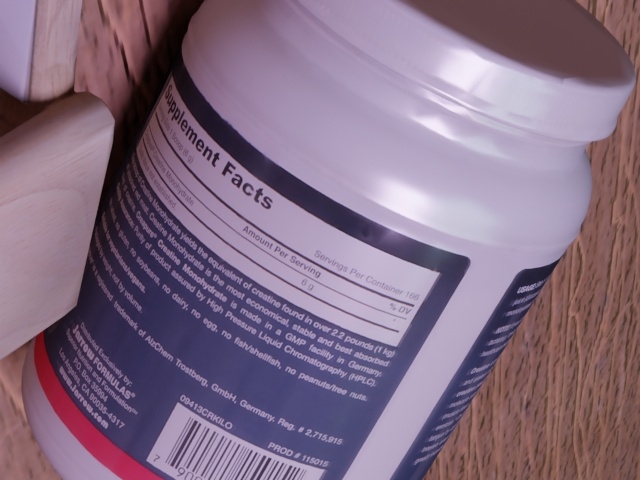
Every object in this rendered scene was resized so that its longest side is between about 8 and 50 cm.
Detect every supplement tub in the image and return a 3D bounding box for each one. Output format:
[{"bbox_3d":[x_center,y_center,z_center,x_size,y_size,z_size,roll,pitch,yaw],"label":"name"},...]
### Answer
[{"bbox_3d":[0.000,0.000,0.882,0.191,0.191,0.272,-3,129,-52],"label":"supplement tub"}]

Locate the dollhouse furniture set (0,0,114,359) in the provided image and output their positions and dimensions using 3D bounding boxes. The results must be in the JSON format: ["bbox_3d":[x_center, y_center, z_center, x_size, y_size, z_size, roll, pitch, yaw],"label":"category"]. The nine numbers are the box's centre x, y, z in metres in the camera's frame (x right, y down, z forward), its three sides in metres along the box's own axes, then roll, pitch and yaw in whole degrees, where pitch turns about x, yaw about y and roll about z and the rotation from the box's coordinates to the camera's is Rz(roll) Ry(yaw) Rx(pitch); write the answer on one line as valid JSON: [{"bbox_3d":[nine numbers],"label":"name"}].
[{"bbox_3d":[-0.242,-0.055,0.386,0.303,0.286,0.198,-38,152,-41],"label":"dollhouse furniture set"}]
